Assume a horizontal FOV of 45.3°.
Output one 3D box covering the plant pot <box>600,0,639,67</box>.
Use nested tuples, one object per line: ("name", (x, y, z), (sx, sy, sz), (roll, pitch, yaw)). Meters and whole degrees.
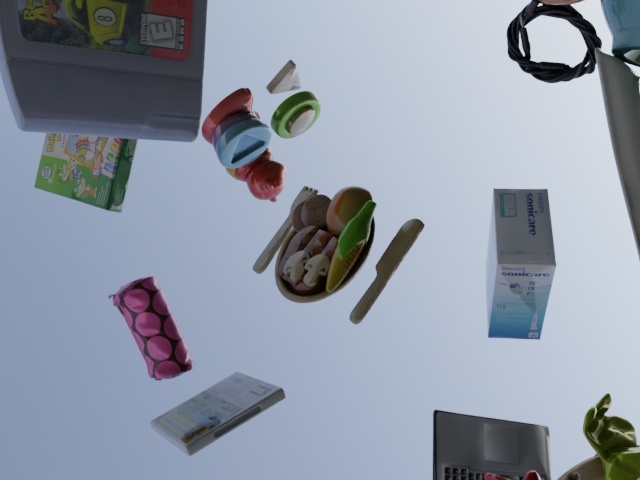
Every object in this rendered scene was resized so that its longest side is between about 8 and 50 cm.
("plant pot", (0.544, -0.356, 1.137), (0.292, 0.197, 0.293), (13, -173, -2))

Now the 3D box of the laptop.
("laptop", (0.432, 0.552, 1.508), (0.381, 0.236, 0.408), (17, -113, -37))

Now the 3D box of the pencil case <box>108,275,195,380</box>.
("pencil case", (-0.329, 0.176, 1.506), (0.098, 0.095, 0.210), (-27, -84, -21))

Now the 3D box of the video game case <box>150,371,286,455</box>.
("video game case", (-0.199, 0.323, 1.458), (0.206, 0.227, 0.026), (-27, -78, -26))

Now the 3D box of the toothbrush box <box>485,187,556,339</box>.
("toothbrush box", (0.444, 0.057, 1.733), (0.126, 0.296, 0.217), (1, -127, 8))

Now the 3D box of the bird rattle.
("bird rattle", (0.345, 0.338, 0.982), (0.207, 0.253, 0.143), (46, 180, -31))

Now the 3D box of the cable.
("cable", (0.451, -0.378, 1.484), (0.184, 0.150, 0.047), (42, -150, 1))

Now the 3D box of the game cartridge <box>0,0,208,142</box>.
("game cartridge", (-0.201, -0.243, 0.709), (0.195, 0.060, 0.295), (0, -82, -27))

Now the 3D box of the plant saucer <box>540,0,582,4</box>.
("plant saucer", (0.478, -0.492, 1.380), (0.037, 0.199, 0.200), (44, -146, -31))

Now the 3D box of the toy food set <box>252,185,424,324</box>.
("toy food set", (0.000, 0.000, 0.761), (0.038, 0.192, 0.132), (41, -103, -38))

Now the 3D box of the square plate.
("square plate", (0.544, -0.126, 1.257), (0.344, 0.049, 0.348), (-3, -99, -56))

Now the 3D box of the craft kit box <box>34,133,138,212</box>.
("craft kit box", (-0.539, -0.214, 1.783), (0.246, 0.250, 0.061), (16, -176, 31))

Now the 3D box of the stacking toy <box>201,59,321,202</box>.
("stacking toy", (-0.103, -0.232, 1.742), (0.130, 0.279, 0.309), (53, -179, 22))
